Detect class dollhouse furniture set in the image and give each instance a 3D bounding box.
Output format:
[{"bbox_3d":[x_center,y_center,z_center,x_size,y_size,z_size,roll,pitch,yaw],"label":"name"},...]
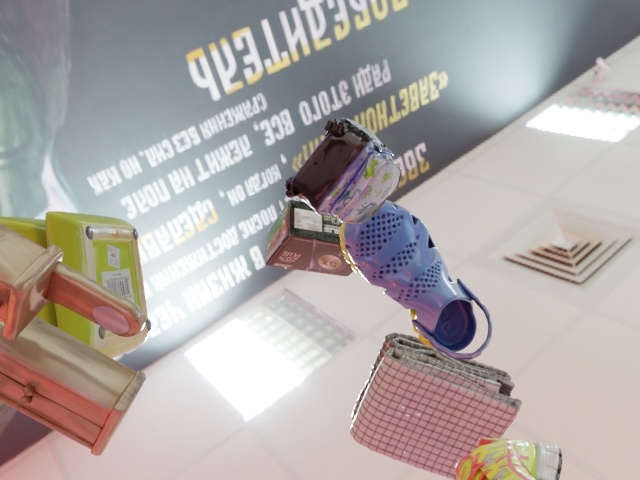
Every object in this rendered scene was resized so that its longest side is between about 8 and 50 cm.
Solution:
[{"bbox_3d":[-0.303,0.216,0.456,0.174,0.303,0.355,30,-138,-6],"label":"dollhouse furniture set"}]

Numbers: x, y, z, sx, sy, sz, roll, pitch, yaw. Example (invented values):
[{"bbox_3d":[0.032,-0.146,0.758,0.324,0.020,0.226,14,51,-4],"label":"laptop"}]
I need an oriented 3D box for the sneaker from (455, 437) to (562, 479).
[{"bbox_3d":[0.167,0.236,0.547,0.094,0.081,0.208,13,-178,22],"label":"sneaker"}]

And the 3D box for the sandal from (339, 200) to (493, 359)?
[{"bbox_3d":[0.153,0.064,0.860,0.126,0.317,0.138,-46,-155,-1],"label":"sandal"}]

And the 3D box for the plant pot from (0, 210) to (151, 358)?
[{"bbox_3d":[-0.363,0.073,0.794,0.207,0.227,0.228,-8,178,6],"label":"plant pot"}]

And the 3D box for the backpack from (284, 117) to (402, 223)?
[{"bbox_3d":[0.036,-0.069,0.653,0.084,0.105,0.114,42,-164,16],"label":"backpack"}]

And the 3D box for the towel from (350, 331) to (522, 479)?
[{"bbox_3d":[0.225,0.331,1.194,0.284,0.235,0.121,20,-156,-1],"label":"towel"}]

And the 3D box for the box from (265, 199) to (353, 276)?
[{"bbox_3d":[0.000,0.000,1.155,0.180,0.147,0.077,9,-117,-20],"label":"box"}]
